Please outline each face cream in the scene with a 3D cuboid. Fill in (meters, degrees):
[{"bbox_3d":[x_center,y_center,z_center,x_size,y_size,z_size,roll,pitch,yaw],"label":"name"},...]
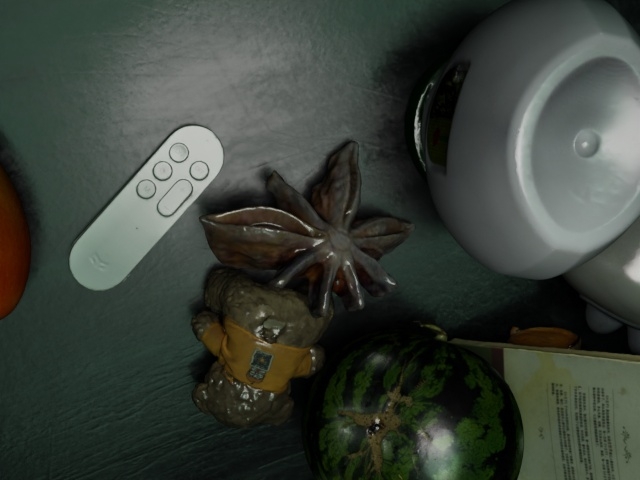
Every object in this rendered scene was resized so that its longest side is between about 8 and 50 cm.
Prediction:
[{"bbox_3d":[0.235,-0.118,1.212,0.219,0.357,0.313,9,97,-10],"label":"face cream"}]

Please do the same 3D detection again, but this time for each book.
[{"bbox_3d":[0.290,0.225,1.343,0.289,0.026,0.201,4,107,36],"label":"book"}]

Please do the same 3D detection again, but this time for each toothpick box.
[{"bbox_3d":[0.428,-0.017,1.328,0.229,0.229,0.316,30,94,-12],"label":"toothpick box"}]

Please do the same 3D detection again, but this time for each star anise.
[{"bbox_3d":[0.004,-0.002,1.303,0.257,0.110,0.198,-34,85,-38],"label":"star anise"}]

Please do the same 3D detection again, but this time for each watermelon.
[{"bbox_3d":[0.113,0.233,1.300,0.268,0.269,0.269,-1,99,-8],"label":"watermelon"}]

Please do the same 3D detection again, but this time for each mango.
[{"bbox_3d":[-0.412,-0.044,1.234,0.129,0.146,0.289,-20,102,7],"label":"mango"}]

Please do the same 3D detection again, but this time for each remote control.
[{"bbox_3d":[-0.211,-0.040,1.329,0.077,0.022,0.245,42,90,-11],"label":"remote control"}]

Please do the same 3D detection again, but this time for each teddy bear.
[{"bbox_3d":[-0.075,0.139,1.327,0.177,0.140,0.190,14,105,-13],"label":"teddy bear"}]

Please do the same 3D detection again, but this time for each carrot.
[{"bbox_3d":[0.293,0.244,1.415,0.101,0.102,0.263,-6,101,-8],"label":"carrot"}]
